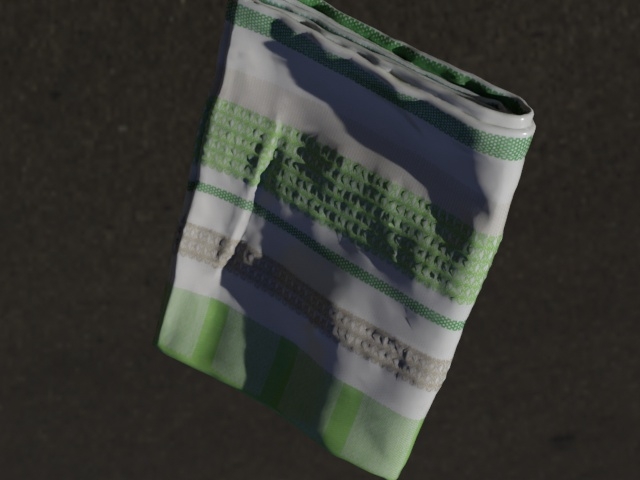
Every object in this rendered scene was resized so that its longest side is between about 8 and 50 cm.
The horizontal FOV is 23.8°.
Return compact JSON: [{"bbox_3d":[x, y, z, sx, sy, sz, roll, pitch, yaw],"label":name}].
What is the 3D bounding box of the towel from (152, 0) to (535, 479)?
[{"bbox_3d":[0.000,0.000,0.512,0.113,0.023,0.152,29,123,20],"label":"towel"}]
